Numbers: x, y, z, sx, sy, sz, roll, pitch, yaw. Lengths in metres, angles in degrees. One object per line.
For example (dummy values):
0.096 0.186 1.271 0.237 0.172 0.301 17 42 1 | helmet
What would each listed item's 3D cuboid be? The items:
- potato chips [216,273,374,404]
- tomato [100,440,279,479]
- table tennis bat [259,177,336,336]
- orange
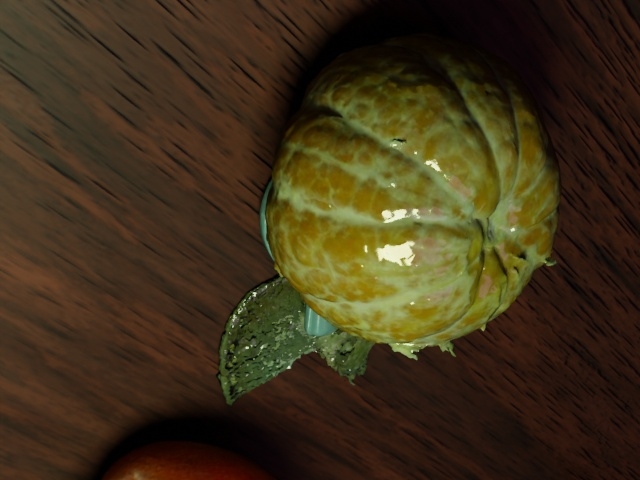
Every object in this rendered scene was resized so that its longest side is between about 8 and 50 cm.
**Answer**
-0.019 0.114 1.717 0.220 0.029 0.202 1 122 -34 | potato chips
-0.144 0.391 1.654 0.321 0.321 0.321 -19 134 -21 | tomato
0.000 0.000 1.614 0.153 0.040 0.244 -17 124 -28 | table tennis bat
0.102 -0.048 1.480 0.329 0.249 0.329 -22 125 -35 | orange
